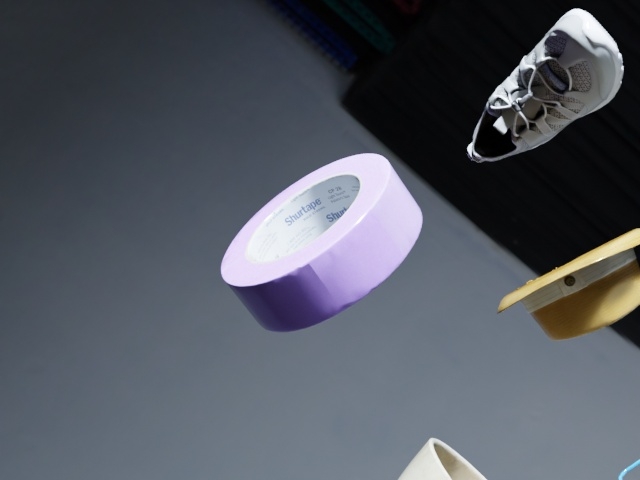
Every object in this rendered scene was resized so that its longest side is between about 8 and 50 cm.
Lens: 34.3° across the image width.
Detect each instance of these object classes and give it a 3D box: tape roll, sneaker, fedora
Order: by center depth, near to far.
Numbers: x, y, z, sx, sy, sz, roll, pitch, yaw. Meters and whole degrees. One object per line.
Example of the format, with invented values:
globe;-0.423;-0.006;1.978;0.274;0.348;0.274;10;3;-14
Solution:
fedora;0.293;0.058;1.146;0.194;0.079;0.194;-27;-6;-3
sneaker;0.259;-0.161;1.220;0.115;0.105;0.281;-35;-12;-21
tape roll;0.000;0.000;1.420;0.275;0.090;0.274;-30;22;14

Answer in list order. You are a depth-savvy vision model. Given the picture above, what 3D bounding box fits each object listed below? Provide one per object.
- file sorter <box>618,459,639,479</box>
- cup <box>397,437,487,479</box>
file sorter;0.441;0.327;1.198;0.105;0.170;0.118;-31;8;-5
cup;0.141;0.401;1.042;0.237;0.331;0.331;-44;6;4
